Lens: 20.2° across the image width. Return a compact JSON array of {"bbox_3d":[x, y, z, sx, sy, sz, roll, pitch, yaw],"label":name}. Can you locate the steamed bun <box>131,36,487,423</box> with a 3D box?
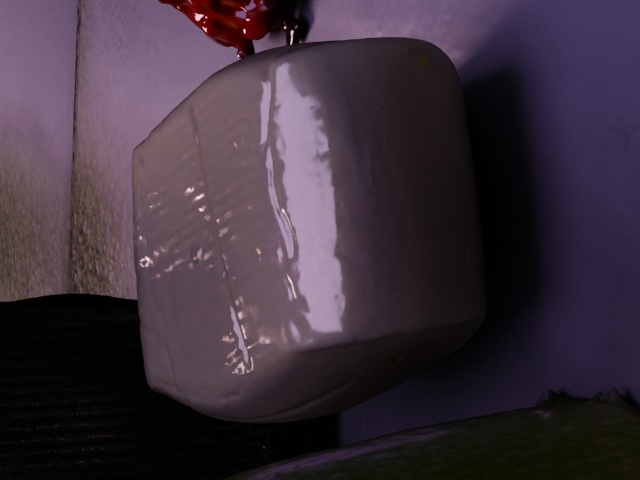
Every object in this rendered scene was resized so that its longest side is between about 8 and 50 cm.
[{"bbox_3d":[0.000,0.000,1.022,0.250,0.155,0.200,-24,71,56],"label":"steamed bun"}]

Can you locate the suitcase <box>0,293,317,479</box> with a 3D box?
[{"bbox_3d":[-0.171,0.149,1.175,0.152,0.335,0.229,174,95,-69],"label":"suitcase"}]

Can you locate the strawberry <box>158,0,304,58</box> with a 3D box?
[{"bbox_3d":[-0.111,-0.240,1.249,0.234,0.178,0.233,180,90,-72],"label":"strawberry"}]

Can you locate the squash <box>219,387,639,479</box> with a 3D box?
[{"bbox_3d":[0.006,0.220,0.823,0.310,0.309,0.310,-178,90,-64],"label":"squash"}]
